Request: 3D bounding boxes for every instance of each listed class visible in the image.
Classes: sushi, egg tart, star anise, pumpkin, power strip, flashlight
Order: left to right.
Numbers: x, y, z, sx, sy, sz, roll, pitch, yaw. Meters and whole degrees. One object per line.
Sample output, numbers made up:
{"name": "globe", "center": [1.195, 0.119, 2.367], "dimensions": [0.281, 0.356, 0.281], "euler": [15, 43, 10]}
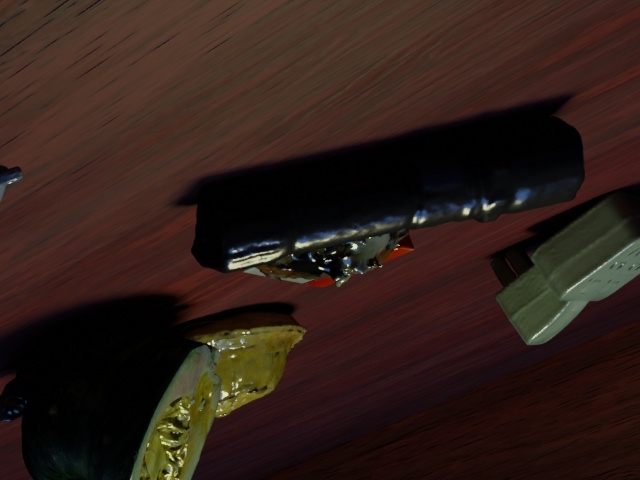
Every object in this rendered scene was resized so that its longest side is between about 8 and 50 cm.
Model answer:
{"name": "star anise", "center": [-0.361, 0.182, 2.014], "dimensions": [0.124, 0.056, 0.129], "euler": [-48, 170, 26]}
{"name": "pumpkin", "center": [-0.260, 0.220, 1.945], "dimensions": [0.197, 0.263, 0.293], "euler": [21, 153, 12]}
{"name": "egg tart", "center": [-0.151, 0.188, 2.199], "dimensions": [0.290, 0.115, 0.290], "euler": [-18, 169, -4]}
{"name": "sushi", "center": [0.001, 0.000, 1.654], "dimensions": [0.226, 0.097, 0.103], "euler": [-11, 170, -17]}
{"name": "flashlight", "center": [0.073, -0.043, 1.589], "dimensions": [0.424, 0.103, 0.103], "euler": [-14, 166, -20]}
{"name": "power strip", "center": [0.374, 0.023, 2.271], "dimensions": [0.261, 0.141, 0.229], "euler": [-39, 161, 20]}

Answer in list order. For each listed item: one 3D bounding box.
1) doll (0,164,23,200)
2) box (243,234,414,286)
{"name": "doll", "center": [-0.308, -0.027, 1.200], "dimensions": [0.227, 0.075, 0.102], "euler": [-14, -172, 35]}
{"name": "box", "center": [0.011, 0.012, 1.864], "dimensions": [0.139, 0.035, 0.245], "euler": [-23, 166, 17]}
